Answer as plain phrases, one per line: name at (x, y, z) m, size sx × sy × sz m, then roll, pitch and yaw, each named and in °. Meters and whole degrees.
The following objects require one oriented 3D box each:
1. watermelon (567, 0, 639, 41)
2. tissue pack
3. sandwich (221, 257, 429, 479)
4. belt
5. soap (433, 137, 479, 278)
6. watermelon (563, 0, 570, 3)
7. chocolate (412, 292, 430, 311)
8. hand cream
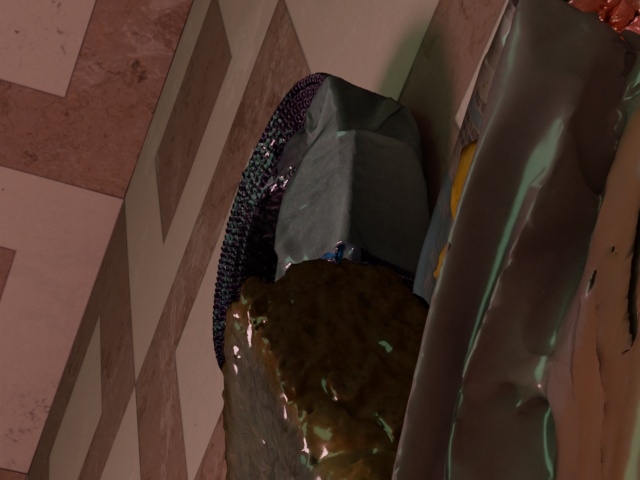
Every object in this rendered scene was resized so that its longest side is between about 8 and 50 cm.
watermelon at (0.192, -0.117, 1.019) m, size 0.069 × 0.087 × 0.163 m, roll 64°, pitch 149°, yaw 19°
tissue pack at (0.151, 0.058, 0.623) m, size 0.238 × 0.239 × 0.305 m, roll 166°, pitch 119°, yaw -72°
sandwich at (0.045, 0.203, 0.914) m, size 0.325 × 0.131 × 0.262 m, roll -126°, pitch 33°, yaw -47°
belt at (0.000, 0.000, 1.441) m, size 0.260 × 0.122 × 0.324 m, roll -39°, pitch 37°, yaw 50°
soap at (0.167, 0.010, 0.921) m, size 0.324 × 0.096 × 0.204 m, roll 147°, pitch 134°, yaw -67°
watermelon at (0.176, -0.201, 1.084) m, size 0.109 × 0.109 × 0.109 m, roll -165°, pitch 90°, yaw -74°
chocolate at (0.063, 0.129, 1.131) m, size 0.133 × 0.156 × 0.156 m, roll 50°, pitch 124°, yaw 50°
hand cream at (0.119, -0.041, 1.194) m, size 0.111 × 0.070 × 0.312 m, roll -103°, pitch 28°, yaw -54°
